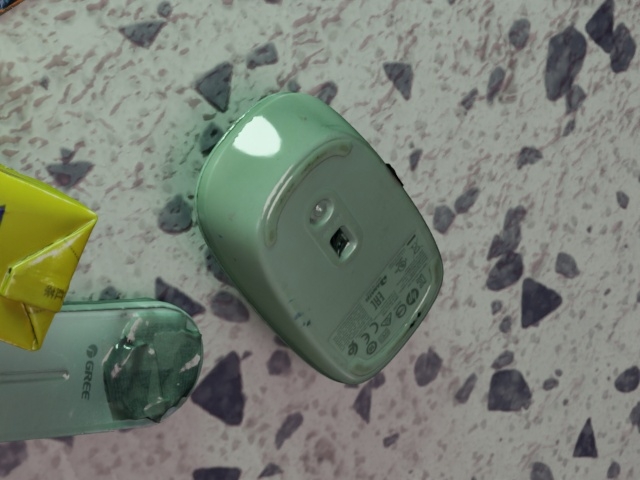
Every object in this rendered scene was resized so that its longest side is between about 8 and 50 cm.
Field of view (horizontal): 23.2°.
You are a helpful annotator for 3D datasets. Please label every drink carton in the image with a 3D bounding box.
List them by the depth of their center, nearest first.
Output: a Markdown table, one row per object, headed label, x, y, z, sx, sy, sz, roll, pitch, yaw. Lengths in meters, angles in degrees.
| label | x | y | z | sx | sy | sz | roll | pitch | yaw |
| --- | --- | --- | --- | --- | --- | --- | --- | --- | --- |
| drink carton | -0.325 | -0.046 | 0.958 | 0.351 | 0.155 | 0.111 | 27 | 88 | -40 |

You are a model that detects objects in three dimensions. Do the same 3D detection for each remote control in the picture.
| label | x | y | z | sx | sy | sz | roll | pitch | yaw |
| --- | --- | --- | --- | --- | --- | --- | --- | --- | --- |
| remote control | -0.198 | 0.095 | 1.173 | 0.247 | 0.052 | 0.104 | 0 | 105 | -38 |

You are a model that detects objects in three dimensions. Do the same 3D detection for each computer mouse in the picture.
| label | x | y | z | sx | sy | sz | roll | pitch | yaw |
| --- | --- | --- | --- | --- | --- | --- | --- | --- | --- |
| computer mouse | -0.005 | -0.003 | 1.266 | 0.159 | 0.097 | 0.288 | -53 | 140 | -14 |

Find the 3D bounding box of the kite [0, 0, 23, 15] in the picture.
| label | x | y | z | sx | sy | sz | roll | pitch | yaw |
| --- | --- | --- | --- | --- | --- | --- | --- | --- | --- |
| kite | -0.187 | -0.263 | 1.085 | 0.321 | 0.016 | 0.233 | 13 | 97 | -40 |
